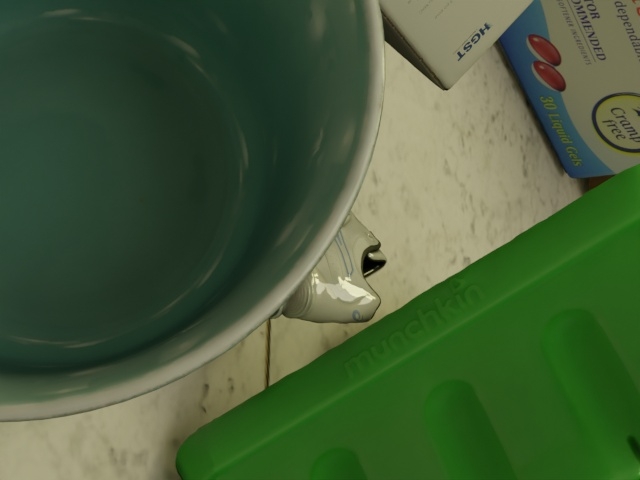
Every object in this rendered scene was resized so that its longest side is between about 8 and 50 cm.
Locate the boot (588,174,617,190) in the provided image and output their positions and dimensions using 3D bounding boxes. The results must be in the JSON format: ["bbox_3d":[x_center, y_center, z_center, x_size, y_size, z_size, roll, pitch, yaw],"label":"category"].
[{"bbox_3d":[0.376,-0.041,1.444,0.262,0.095,0.203,55,45,-28],"label":"boot"}]

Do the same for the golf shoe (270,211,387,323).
[{"bbox_3d":[0.000,0.000,0.910,0.086,0.069,0.176,17,34,-11],"label":"golf shoe"}]

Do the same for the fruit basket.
[{"bbox_3d":[0.115,0.112,0.932,0.283,0.392,0.392,51,49,-37],"label":"fruit basket"}]

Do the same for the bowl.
[{"bbox_3d":[-0.129,-0.052,0.651,0.163,0.311,0.312,94,6,-70],"label":"bowl"}]

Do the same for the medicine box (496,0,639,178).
[{"bbox_3d":[0.316,-0.210,1.219,0.263,0.289,0.149,57,45,-32],"label":"medicine box"}]

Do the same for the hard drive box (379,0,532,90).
[{"bbox_3d":[0.072,-0.232,0.878,0.181,0.089,0.232,-46,143,2],"label":"hard drive box"}]
